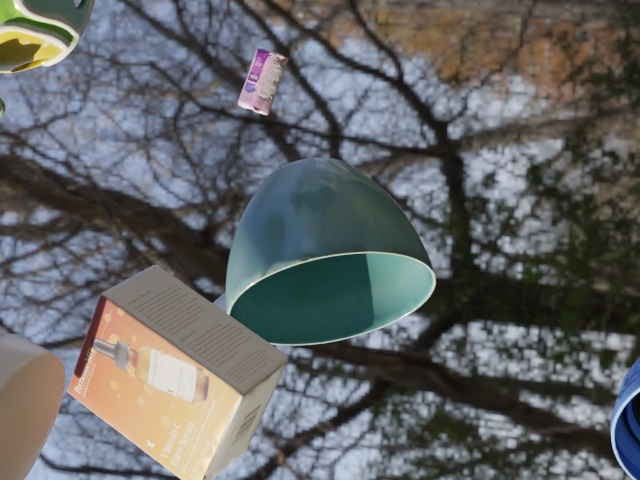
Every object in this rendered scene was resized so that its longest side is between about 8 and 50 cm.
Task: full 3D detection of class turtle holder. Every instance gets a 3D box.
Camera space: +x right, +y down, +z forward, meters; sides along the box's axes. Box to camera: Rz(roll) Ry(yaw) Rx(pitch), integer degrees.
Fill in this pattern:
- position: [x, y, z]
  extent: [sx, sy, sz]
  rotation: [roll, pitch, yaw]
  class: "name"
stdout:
- position: [-0.420, -0.319, 1.506]
  extent: [0.227, 0.243, 0.320]
  rotation: [31, -145, -37]
  class: "turtle holder"

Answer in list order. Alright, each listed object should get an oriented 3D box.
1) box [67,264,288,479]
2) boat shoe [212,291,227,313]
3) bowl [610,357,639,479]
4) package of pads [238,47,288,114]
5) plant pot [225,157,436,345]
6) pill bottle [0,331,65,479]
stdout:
- position: [-0.139, 0.130, 1.116]
  extent: [0.091, 0.170, 0.130]
  rotation: [-32, -29, -56]
  class: "box"
- position: [-0.225, 0.184, 2.029]
  extent: [0.103, 0.113, 0.302]
  rotation: [46, -107, -27]
  class: "boat shoe"
- position: [0.594, 0.242, 1.573]
  extent: [0.391, 0.391, 0.077]
  rotation: [76, -162, -45]
  class: "bowl"
- position: [-0.076, -0.211, 1.530]
  extent: [0.032, 0.050, 0.083]
  rotation: [17, -84, -36]
  class: "package of pads"
- position: [0.000, 0.000, 1.620]
  extent: [0.290, 0.290, 0.196]
  rotation: [57, -161, -62]
  class: "plant pot"
- position: [-0.457, 0.101, 1.067]
  extent: [0.229, 0.407, 0.229]
  rotation: [23, -90, -79]
  class: "pill bottle"
